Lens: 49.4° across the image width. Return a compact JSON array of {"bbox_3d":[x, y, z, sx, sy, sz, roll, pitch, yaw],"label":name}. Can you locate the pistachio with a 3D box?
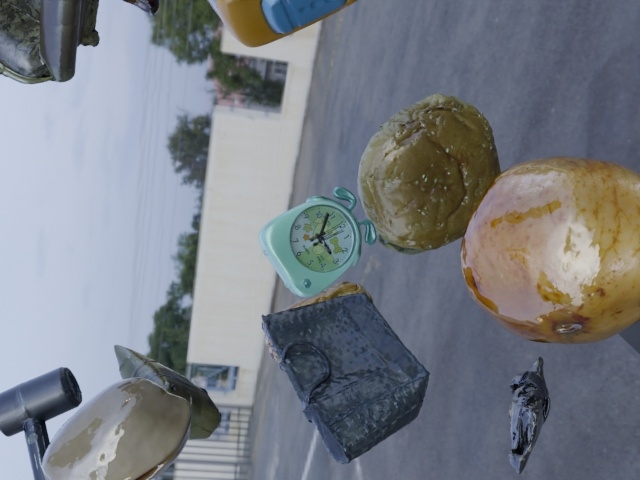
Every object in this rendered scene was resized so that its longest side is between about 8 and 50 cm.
[{"bbox_3d":[-0.197,0.201,0.683,0.149,0.113,0.113,-43,-1,-16],"label":"pistachio"}]

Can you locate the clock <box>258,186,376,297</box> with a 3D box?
[{"bbox_3d":[0.000,0.000,1.203,0.148,0.189,0.060,58,168,-2],"label":"clock"}]

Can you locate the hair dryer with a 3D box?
[{"bbox_3d":[-0.422,0.309,1.068,0.071,0.124,0.219,78,168,-56],"label":"hair dryer"}]

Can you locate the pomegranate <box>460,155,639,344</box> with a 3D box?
[{"bbox_3d":[0.290,0.009,0.829,0.248,0.248,0.248,-174,90,-80],"label":"pomegranate"}]

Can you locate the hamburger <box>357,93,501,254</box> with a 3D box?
[{"bbox_3d":[0.200,-0.112,1.255,0.134,0.265,0.285,28,146,63],"label":"hamburger"}]

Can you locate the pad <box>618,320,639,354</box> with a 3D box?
[{"bbox_3d":[0.543,0.188,1.067,0.004,0.267,0.181,-53,22,-5],"label":"pad"}]

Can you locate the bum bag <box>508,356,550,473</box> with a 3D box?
[{"bbox_3d":[0.360,0.290,1.204,0.102,0.069,0.248,-61,-3,26],"label":"bum bag"}]

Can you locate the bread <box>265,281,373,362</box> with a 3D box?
[{"bbox_3d":[-0.011,0.167,1.456,0.099,0.235,0.210,59,170,8],"label":"bread"}]

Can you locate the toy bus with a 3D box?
[{"bbox_3d":[-0.029,-0.291,0.710,0.126,0.210,0.136,53,-165,-68],"label":"toy bus"}]

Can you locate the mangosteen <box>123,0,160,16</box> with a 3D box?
[{"bbox_3d":[-0.273,-0.436,0.757,0.311,0.311,0.311,-174,90,-80],"label":"mangosteen"}]

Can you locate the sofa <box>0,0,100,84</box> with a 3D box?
[{"bbox_3d":[-0.444,-0.366,0.980,0.182,0.258,0.200,-58,0,-43],"label":"sofa"}]

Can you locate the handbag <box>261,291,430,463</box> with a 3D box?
[{"bbox_3d":[0.034,0.181,0.991,0.270,0.175,0.088,53,148,41],"label":"handbag"}]

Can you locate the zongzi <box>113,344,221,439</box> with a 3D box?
[{"bbox_3d":[-0.391,0.380,1.770,0.125,0.251,0.274,-51,46,-6],"label":"zongzi"}]
